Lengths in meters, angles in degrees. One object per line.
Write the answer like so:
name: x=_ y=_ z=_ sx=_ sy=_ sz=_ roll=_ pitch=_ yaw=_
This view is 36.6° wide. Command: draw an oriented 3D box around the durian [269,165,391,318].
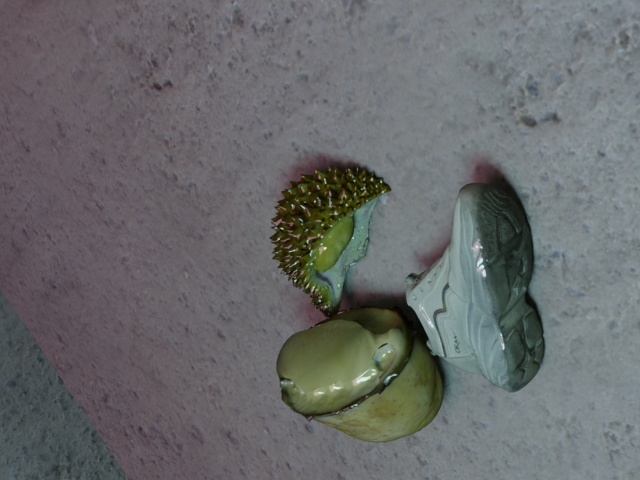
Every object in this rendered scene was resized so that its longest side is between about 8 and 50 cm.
durian: x=0.000 y=0.000 z=1.665 sx=0.172 sy=0.166 sz=0.306 roll=-120 pitch=32 yaw=-49

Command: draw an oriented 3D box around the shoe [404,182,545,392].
shoe: x=0.210 y=0.067 z=1.474 sx=0.210 sy=0.132 sz=0.342 roll=11 pitch=126 yaw=39

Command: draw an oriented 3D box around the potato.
potato: x=0.089 y=0.245 z=1.668 sx=0.285 sy=0.242 sz=0.243 roll=-23 pitch=98 yaw=28
